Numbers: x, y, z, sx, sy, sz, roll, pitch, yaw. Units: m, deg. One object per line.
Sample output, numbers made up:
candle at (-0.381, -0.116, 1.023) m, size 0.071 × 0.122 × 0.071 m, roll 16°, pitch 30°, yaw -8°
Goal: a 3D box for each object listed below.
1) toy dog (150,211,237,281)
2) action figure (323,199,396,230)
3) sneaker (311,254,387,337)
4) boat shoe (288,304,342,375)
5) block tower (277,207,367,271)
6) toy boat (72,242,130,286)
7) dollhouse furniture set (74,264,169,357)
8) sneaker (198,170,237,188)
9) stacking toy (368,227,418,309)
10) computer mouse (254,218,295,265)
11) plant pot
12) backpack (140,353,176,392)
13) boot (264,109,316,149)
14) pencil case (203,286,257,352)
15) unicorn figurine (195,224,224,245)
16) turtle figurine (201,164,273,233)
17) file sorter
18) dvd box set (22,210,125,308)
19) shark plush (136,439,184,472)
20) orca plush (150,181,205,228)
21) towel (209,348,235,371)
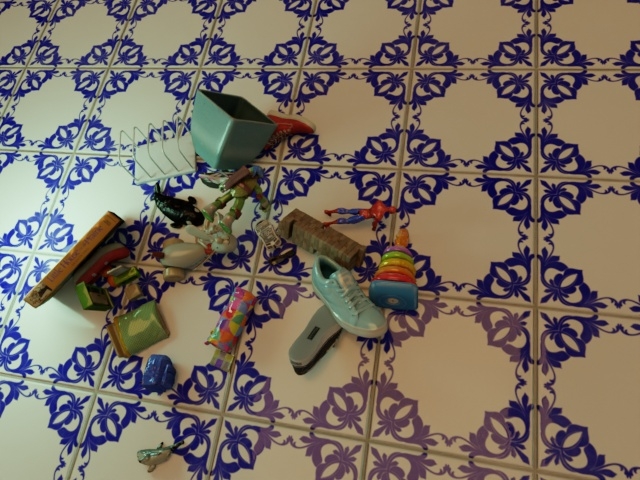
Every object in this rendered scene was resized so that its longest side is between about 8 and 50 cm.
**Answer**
toy dog at (-0.492, 0.032, 1.792) m, size 0.333 × 0.161 × 0.220 m, roll -37°, pitch 65°, yaw 13°
action figure at (0.165, -0.084, 1.801) m, size 0.280 × 0.139 × 0.091 m, roll -8°, pitch 67°, yaw 32°
sneaker at (0.080, 0.176, 1.604) m, size 0.135 × 0.150 × 0.366 m, roll -30°, pitch 45°, yaw -26°
boat shoe at (0.010, 0.328, 1.636) m, size 0.113 × 0.105 × 0.306 m, roll 15°, pitch 46°, yaw 28°
block tower at (0.000, 0.000, 1.769) m, size 0.335 × 0.091 × 0.097 m, roll 28°, pitch 45°, yaw 20°
toy boat at (-0.837, 0.121, 1.890) m, size 0.151 × 0.151 × 0.231 m, roll 44°, pitch 80°, yaw -7°
dollhouse furniture set at (-0.717, 0.260, 1.755) m, size 0.197 × 0.151 × 0.301 m, roll -29°, pitch 76°, yaw -2°
sneaker at (-0.413, -0.261, 2.001) m, size 0.178 × 0.072 × 0.077 m, roll 11°, pitch 58°, yaw 7°
stacking toy at (0.269, 0.080, 1.680) m, size 0.165 × 0.175 × 0.302 m, roll 4°, pitch 57°, yaw 15°
computer mouse at (-0.184, 0.002, 1.851) m, size 0.106 × 0.042 × 0.193 m, roll -32°, pitch 71°, yaw 2°
plant pot at (-0.375, -0.427, 1.947) m, size 0.248 × 0.247 × 0.252 m, roll 42°, pitch 120°, yaw 25°
backpack at (-0.563, 0.465, 1.698) m, size 0.101 × 0.098 × 0.120 m, roll 0°, pitch 54°, yaw 1°
boot at (-0.149, -0.439, 2.009) m, size 0.244 × 0.088 × 0.176 m, roll 17°, pitch 72°, yaw 26°
pencil case at (-0.319, 0.284, 1.725) m, size 0.104 × 0.104 × 0.236 m, roll 23°, pitch 72°, yaw 19°
unicorn figurine at (-0.421, -0.004, 1.894) m, size 0.162 × 0.060 × 0.111 m, roll -6°, pitch 75°, yaw 24°
turtle figurine at (-0.302, -0.146, 1.822) m, size 0.198 × 0.274 × 0.266 m, roll 45°, pitch 68°, yaw -13°
file sorter at (-0.692, -0.386, 2.042) m, size 0.277 × 0.173 × 0.193 m, roll -11°, pitch 65°, yaw 7°
dvd box set at (-0.926, 0.061, 1.843) m, size 0.062 × 0.307 × 0.420 m, roll 43°, pitch 77°, yaw -15°
shark plush at (-0.541, 0.703, 1.615) m, size 0.161 × 0.073 × 0.067 m, roll -31°, pitch 35°, yaw 2°
orca plush at (-0.598, -0.155, 1.963) m, size 0.151 × 0.102 × 0.287 m, roll -42°, pitch 66°, yaw -8°
towel at (-0.350, 0.427, 1.716) m, size 0.083 × 0.009 × 0.060 m, roll 18°, pitch 73°, yaw 17°
